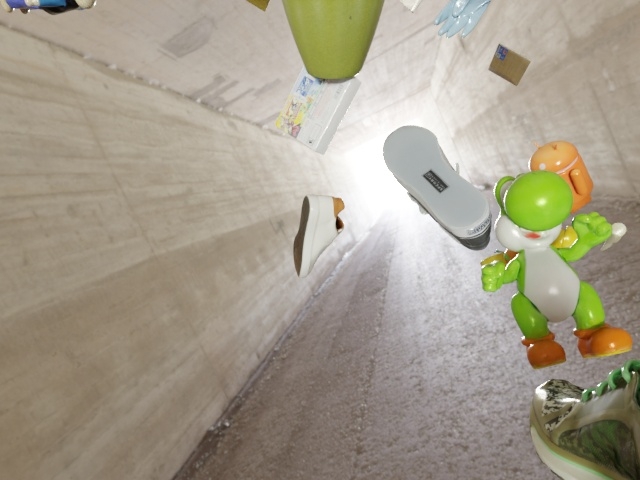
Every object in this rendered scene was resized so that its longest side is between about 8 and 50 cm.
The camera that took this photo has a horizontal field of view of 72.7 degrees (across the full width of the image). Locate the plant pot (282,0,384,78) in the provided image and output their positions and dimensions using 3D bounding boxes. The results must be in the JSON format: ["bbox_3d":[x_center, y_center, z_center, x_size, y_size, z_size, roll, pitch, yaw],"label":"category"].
[{"bbox_3d":[0.031,-0.530,0.971,0.274,0.294,0.275,-2,39,2],"label":"plant pot"}]

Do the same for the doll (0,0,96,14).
[{"bbox_3d":[-0.520,-0.462,0.843,0.188,0.046,0.129,5,25,12],"label":"doll"}]

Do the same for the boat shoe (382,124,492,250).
[{"bbox_3d":[0.219,-0.104,0.820,0.113,0.306,0.105,-37,-41,3],"label":"boat shoe"}]

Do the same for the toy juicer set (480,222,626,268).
[{"bbox_3d":[0.548,-0.002,0.998,0.328,0.090,0.209,-15,-22,-2],"label":"toy juicer set"}]

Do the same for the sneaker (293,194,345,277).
[{"bbox_3d":[0.000,0.000,1.174,0.122,0.106,0.290,-3,-40,-19],"label":"sneaker"}]

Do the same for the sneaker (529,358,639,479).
[{"bbox_3d":[0.332,0.175,0.415,0.157,0.182,0.410,3,-2,3],"label":"sneaker"}]

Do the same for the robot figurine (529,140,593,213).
[{"bbox_3d":[0.657,-0.180,1.196,0.128,0.219,0.158,-19,28,41],"label":"robot figurine"}]

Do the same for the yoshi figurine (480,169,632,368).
[{"bbox_3d":[0.399,0.029,0.771,0.203,0.363,0.203,1,-21,-31],"label":"yoshi figurine"}]

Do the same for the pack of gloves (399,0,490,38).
[{"bbox_3d":[0.279,-0.534,0.864,0.232,0.195,0.046,-47,-3,19],"label":"pack of gloves"}]

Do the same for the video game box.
[{"bbox_3d":[-0.013,-0.353,1.137,0.048,0.187,0.205,11,-67,-51],"label":"video game box"}]

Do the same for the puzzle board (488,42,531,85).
[{"bbox_3d":[0.521,-0.486,1.203,0.011,0.096,0.128,-52,-13,-2],"label":"puzzle board"}]

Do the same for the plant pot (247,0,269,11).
[{"bbox_3d":[-0.202,-0.853,1.479,0.081,0.081,0.083,20,-39,-29],"label":"plant pot"}]
